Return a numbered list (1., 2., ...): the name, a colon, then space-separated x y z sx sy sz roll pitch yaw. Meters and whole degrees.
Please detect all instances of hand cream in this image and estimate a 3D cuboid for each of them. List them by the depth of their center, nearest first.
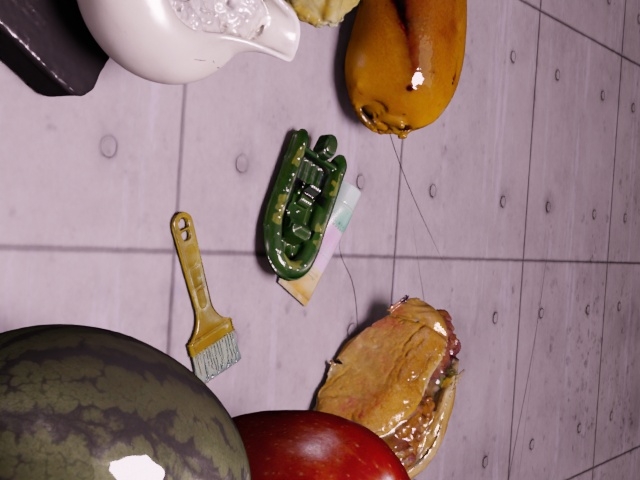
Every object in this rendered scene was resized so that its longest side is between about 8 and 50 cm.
1. hand cream: 0.000 0.000 1.351 0.076 0.047 0.174 46 66 -47

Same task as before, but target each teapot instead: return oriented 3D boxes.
1. teapot: -0.147 -0.262 0.931 0.208 0.165 0.299 -65 152 -8

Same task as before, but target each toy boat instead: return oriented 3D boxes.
1. toy boat: -0.024 -0.046 1.294 0.104 0.052 0.210 33 66 -37

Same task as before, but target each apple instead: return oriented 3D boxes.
1. apple: -0.033 0.327 1.101 0.288 0.316 0.288 -7 99 -51

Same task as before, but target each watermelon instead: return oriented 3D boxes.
1. watermelon: -0.219 0.214 0.861 0.359 0.278 0.279 34 66 -45

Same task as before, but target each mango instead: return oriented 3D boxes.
1. mango: 0.124 -0.289 1.397 0.201 0.152 0.287 16 79 -46

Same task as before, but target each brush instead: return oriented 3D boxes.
1. brush: -0.143 0.067 1.177 0.082 0.010 0.218 -34 120 -48

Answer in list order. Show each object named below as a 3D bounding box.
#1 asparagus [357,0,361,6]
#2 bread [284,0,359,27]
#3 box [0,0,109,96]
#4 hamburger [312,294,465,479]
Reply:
1. asparagus: 0.042 -0.415 1.385 0.016 0.016 0.163 -19 111 -24
2. bread: -0.044 -0.380 1.173 0.268 0.129 0.152 46 21 -46
3. box: -0.297 -0.308 0.885 0.350 0.058 0.211 48 54 -46
4. hamburger: 0.100 0.232 1.412 0.282 0.245 0.155 -25 131 -1
